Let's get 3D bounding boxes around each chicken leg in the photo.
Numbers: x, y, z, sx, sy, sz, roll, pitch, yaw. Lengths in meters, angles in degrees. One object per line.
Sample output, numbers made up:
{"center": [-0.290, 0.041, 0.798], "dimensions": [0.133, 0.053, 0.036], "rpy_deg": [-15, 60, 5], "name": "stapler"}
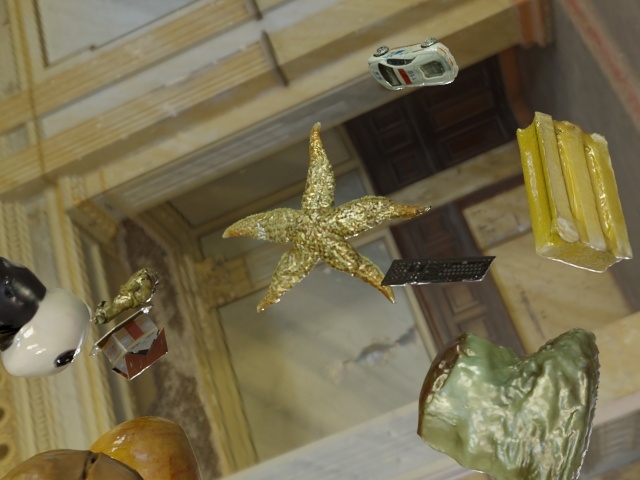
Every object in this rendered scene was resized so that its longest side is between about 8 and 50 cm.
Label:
{"center": [-0.533, 0.156, 2.458], "dimensions": [0.227, 0.103, 0.088], "rpy_deg": [-41, -60, -38], "name": "chicken leg"}

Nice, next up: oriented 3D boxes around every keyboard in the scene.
{"center": [0.193, 0.049, 1.443], "dimensions": [0.010, 0.198, 0.064], "rpy_deg": [67, 147, 37], "name": "keyboard"}

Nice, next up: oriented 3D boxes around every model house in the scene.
{"center": [-0.531, 0.307, 2.496], "dimensions": [0.136, 0.207, 0.219], "rpy_deg": [49, -132, 3], "name": "model house"}

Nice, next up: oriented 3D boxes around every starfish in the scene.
{"center": [-0.002, 0.002, 1.574], "dimensions": [0.347, 0.358, 0.078], "rpy_deg": [33, -170, 13], "name": "starfish"}

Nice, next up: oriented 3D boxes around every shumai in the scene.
{"center": [0.351, 0.335, 1.699], "dimensions": [0.324, 0.323, 0.398], "rpy_deg": [38, -114, -76], "name": "shumai"}

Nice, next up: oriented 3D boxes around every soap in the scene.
{"center": [0.519, -0.100, 1.832], "dimensions": [0.091, 0.199, 0.315], "rpy_deg": [-46, 38, 50], "name": "soap"}

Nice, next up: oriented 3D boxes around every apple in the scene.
{"center": [-0.426, 0.571, 2.100], "dimensions": [0.299, 0.275, 0.299], "rpy_deg": [47, 149, 41], "name": "apple"}

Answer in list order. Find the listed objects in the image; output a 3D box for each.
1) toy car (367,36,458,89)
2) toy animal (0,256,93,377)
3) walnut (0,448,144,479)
{"center": [0.180, -0.344, 1.766], "dimensions": [0.095, 0.204, 0.056], "rpy_deg": [52, -128, -35], "name": "toy car"}
{"center": [-0.617, 0.166, 1.830], "dimensions": [0.266, 0.212, 0.213], "rpy_deg": [41, -163, -20], "name": "toy animal"}
{"center": [-0.480, 0.587, 1.647], "dimensions": [0.308, 0.353, 0.398], "rpy_deg": [102, -173, -65], "name": "walnut"}
